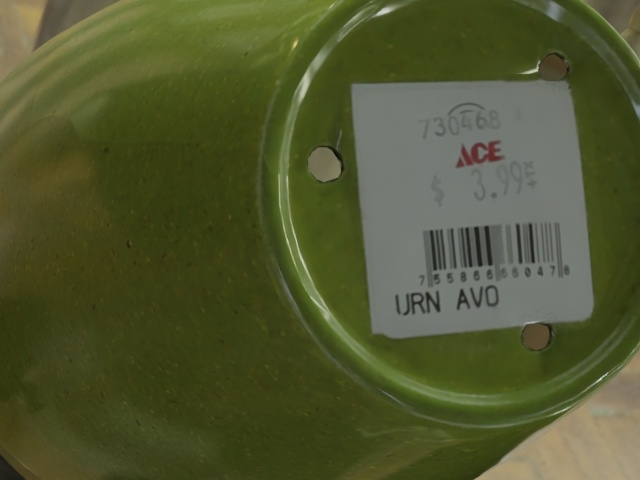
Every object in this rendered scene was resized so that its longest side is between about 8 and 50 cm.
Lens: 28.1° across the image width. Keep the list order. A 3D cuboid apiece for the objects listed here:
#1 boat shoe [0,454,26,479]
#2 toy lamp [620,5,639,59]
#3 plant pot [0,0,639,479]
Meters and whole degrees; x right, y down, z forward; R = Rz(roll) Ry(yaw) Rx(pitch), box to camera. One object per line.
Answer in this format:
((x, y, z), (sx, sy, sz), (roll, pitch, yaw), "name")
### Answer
((-0.111, 0.120, 0.725), (0.335, 0.095, 0.112), (32, 54, 7), "boat shoe")
((0.196, -0.084, 0.966), (0.080, 0.274, 0.080), (35, 10, -7), "toy lamp")
((0.000, 0.000, 0.499), (0.275, 0.293, 0.274), (2, 84, -20), "plant pot")
